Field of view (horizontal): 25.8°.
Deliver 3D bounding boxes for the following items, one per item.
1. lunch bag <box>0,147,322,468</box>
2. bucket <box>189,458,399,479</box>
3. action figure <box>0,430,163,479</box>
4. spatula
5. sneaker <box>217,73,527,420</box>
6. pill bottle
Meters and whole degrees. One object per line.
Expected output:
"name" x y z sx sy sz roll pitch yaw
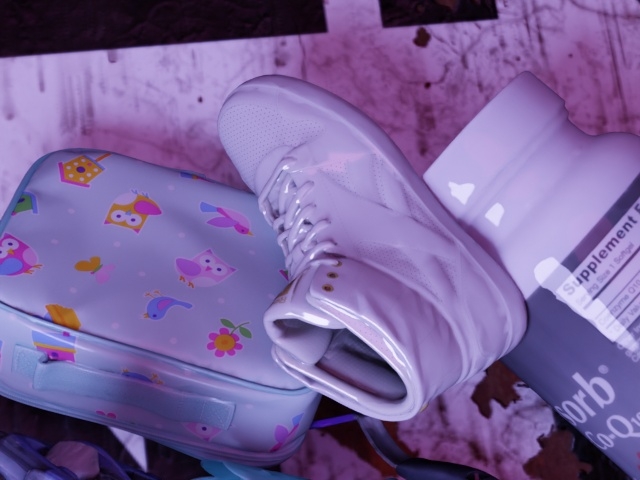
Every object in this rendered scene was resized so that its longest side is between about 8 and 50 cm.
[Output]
"lunch bag" -0.124 0.051 1.061 0.279 0.108 0.224 16 42 -2
"bucket" -0.011 0.292 0.973 0.183 0.281 0.281 12 74 -17
"action figure" -0.205 0.200 0.876 0.330 0.341 0.178 17 80 14
"spatula" 0.055 0.150 1.010 0.084 0.296 0.030 -9 99 -21
"sneaker" 0.000 0.000 1.002 0.292 0.108 0.169 43 40 15
"pill bottle" 0.242 0.047 1.101 0.363 0.210 0.210 42 74 5
